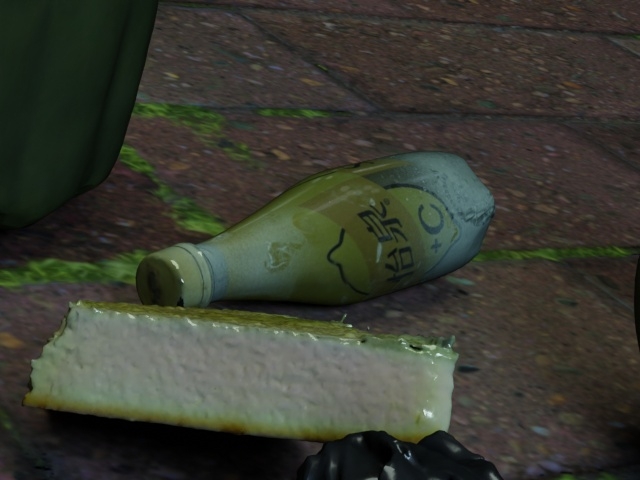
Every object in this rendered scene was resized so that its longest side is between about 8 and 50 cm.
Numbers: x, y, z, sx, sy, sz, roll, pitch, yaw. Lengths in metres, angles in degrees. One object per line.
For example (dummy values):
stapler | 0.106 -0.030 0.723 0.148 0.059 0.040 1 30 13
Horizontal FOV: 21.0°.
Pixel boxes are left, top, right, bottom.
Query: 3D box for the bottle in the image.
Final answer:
bottle | 0.000 0.000 1.006 0.083 0.083 0.269 30 27 32

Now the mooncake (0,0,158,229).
mooncake | -0.271 -0.127 0.988 0.351 0.187 0.351 17 18 -6

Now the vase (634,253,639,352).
vase | 0.349 0.058 0.879 0.329 0.241 0.302 15 8 -24

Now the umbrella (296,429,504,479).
umbrella | 0.125 0.186 0.640 0.340 0.118 0.118 33 26 17

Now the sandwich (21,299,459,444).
sandwich | -0.052 0.058 0.778 0.162 0.058 0.193 5 -1 -25
